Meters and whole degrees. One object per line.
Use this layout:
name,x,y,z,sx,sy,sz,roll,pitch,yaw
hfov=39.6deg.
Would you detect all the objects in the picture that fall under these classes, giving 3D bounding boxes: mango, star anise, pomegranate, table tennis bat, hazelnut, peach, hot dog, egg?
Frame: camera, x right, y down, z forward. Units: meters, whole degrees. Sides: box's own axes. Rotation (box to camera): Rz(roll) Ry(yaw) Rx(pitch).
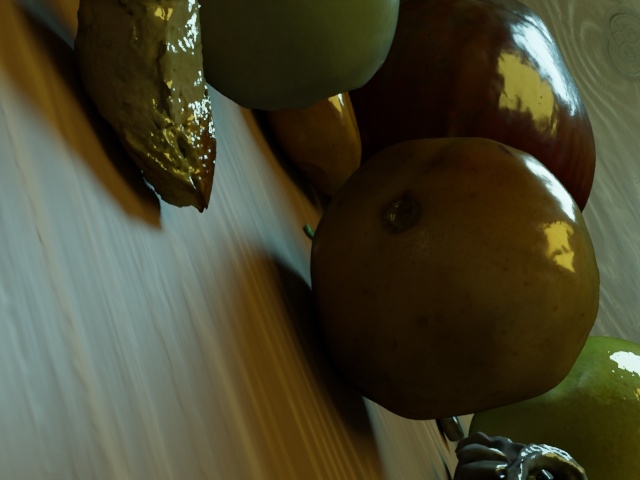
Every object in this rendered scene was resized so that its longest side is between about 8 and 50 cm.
mango,-0.003,-0.117,0.920,0.165,0.089,0.115,53,15,-62
star anise,0.221,0.300,0.845,0.316,0.139,0.359,50,9,-35
pomegranate,0.096,0.026,0.680,0.233,0.233,0.233,61,9,-17
table tennis bat,0.141,0.163,1.181,0.154,0.021,0.274,58,8,-30
hazelnut,0.166,-0.140,1.148,0.409,0.359,0.359,40,24,-54
peach,0.361,0.281,1.217,0.281,0.315,0.314,51,8,35
hot dog,-0.089,-0.093,0.441,0.078,0.061,0.168,-71,160,-67
egg,-0.040,-0.209,0.639,0.183,0.183,0.217,-100,174,-60

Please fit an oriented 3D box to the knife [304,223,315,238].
knife,0.000,0.000,0.869,0.014,0.005,0.091,69,10,23
